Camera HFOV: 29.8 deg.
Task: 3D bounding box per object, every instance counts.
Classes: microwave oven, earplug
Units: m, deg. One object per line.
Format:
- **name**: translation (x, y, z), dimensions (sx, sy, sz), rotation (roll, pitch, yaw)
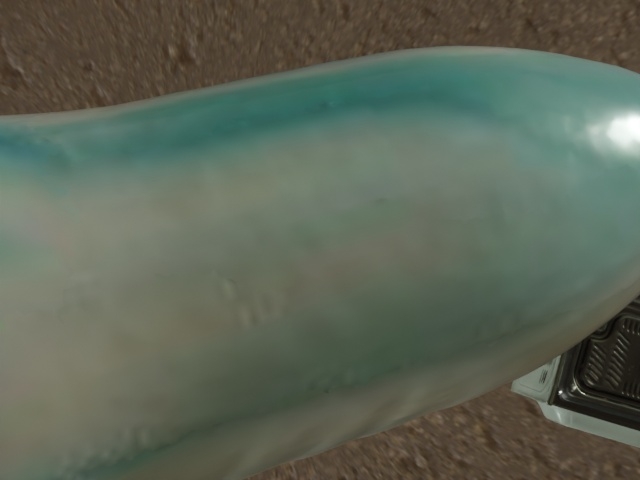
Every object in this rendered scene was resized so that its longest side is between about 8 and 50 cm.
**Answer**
- **microwave oven**: translation (0.311, 0.115, 1.150), dimensions (0.208, 0.122, 0.162), rotation (16, 87, -8)
- **earplug**: translation (0.000, 0.000, 0.473), dimensions (0.324, 0.185, 0.185), rotation (-16, 89, -12)
